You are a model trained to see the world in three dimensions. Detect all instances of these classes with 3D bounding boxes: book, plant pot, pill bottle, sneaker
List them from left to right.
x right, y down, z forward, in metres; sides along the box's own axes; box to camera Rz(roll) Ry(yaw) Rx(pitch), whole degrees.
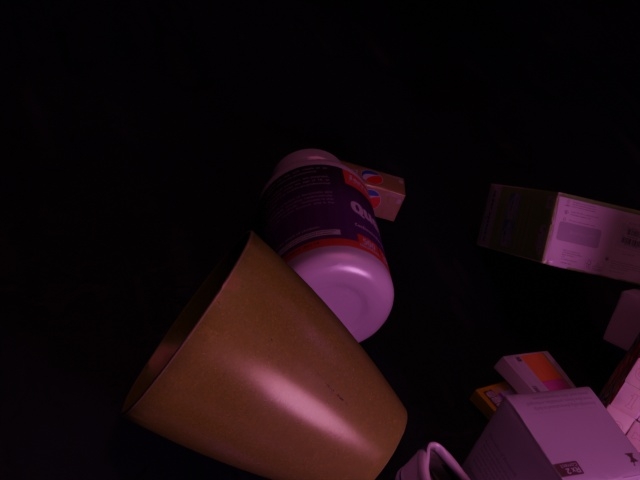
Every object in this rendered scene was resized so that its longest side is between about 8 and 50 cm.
[{"bbox_3d":[-0.048,0.183,1.408,0.293,0.275,0.275,36,33,-8],"label":"plant pot"},{"bbox_3d":[0.000,0.000,1.723,0.181,0.181,0.323,11,36,-17],"label":"pill bottle"},{"bbox_3d":[0.180,0.361,1.409,0.094,0.091,0.258,-9,45,-38],"label":"sneaker"},{"bbox_3d":[0.333,0.214,1.718,0.144,0.035,0.096,6,37,-54],"label":"book"}]

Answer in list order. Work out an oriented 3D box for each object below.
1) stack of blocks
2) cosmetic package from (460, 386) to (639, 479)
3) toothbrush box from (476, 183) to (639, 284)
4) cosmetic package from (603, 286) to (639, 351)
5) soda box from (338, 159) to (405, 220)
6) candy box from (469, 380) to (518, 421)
[{"bbox_3d":[0.495,0.176,1.643,0.087,0.297,0.171,30,24,10],"label":"stack of blocks"},{"bbox_3d":[0.293,0.308,1.467,0.151,0.184,0.151,-1,40,-32],"label":"cosmetic package"},{"bbox_3d":[0.419,-0.013,1.927,0.206,0.122,0.283,12,1,-14],"label":"toothbrush box"},{"bbox_3d":[0.680,0.185,1.821,0.377,0.097,0.284,27,15,29],"label":"cosmetic package"},{"bbox_3d":[0.053,-0.095,1.992,0.181,0.061,0.058,15,35,-11],"label":"soda box"},{"bbox_3d":[0.319,0.284,1.655,0.105,0.027,0.206,-7,44,-43],"label":"candy box"}]
